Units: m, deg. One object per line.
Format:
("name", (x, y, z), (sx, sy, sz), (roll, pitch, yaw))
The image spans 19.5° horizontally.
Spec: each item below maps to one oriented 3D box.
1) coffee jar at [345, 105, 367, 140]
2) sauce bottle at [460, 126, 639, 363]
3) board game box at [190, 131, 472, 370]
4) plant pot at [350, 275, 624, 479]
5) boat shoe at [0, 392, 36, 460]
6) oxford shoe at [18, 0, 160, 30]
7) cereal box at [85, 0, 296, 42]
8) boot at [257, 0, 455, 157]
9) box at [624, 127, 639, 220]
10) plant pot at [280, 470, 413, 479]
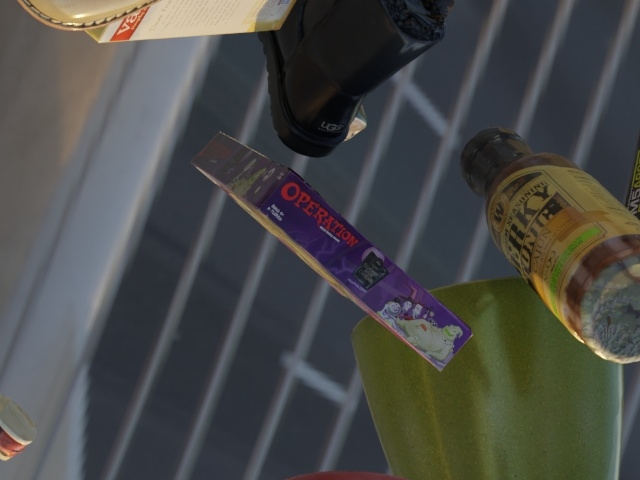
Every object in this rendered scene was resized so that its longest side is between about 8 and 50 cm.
("coffee jar", (-0.014, -0.202, 2.077), (0.096, 0.079, 0.184), (18, 52, -68))
("sauce bottle", (0.214, -0.009, 1.667), (0.111, 0.344, 0.111), (-6, 114, -15))
("board game box", (0.000, 0.000, 1.635), (0.056, 0.347, 0.208), (-45, 105, -3))
("plant pot", (0.181, 0.218, 1.828), (0.275, 0.275, 0.293), (35, 46, -61))
("boat shoe", (-0.325, 0.147, 1.743), (0.043, 0.137, 0.049), (-37, -172, 30))
("oxford shoe", (-0.033, -0.258, 1.054), (0.397, 0.140, 0.146), (-40, -165, 12))
("cereal box", (-0.062, -0.223, 1.306), (0.173, 0.047, 0.240), (-56, 160, 23))
("boot", (0.025, -0.218, 1.568), (0.094, 0.207, 0.246), (10, 55, -29))
("box", (0.474, -0.016, 2.115), (0.270, 0.060, 0.216), (20, 71, -18))
("plant pot", (0.012, 0.234, 0.889), (0.174, 0.191, 0.191), (-67, 156, -46))
